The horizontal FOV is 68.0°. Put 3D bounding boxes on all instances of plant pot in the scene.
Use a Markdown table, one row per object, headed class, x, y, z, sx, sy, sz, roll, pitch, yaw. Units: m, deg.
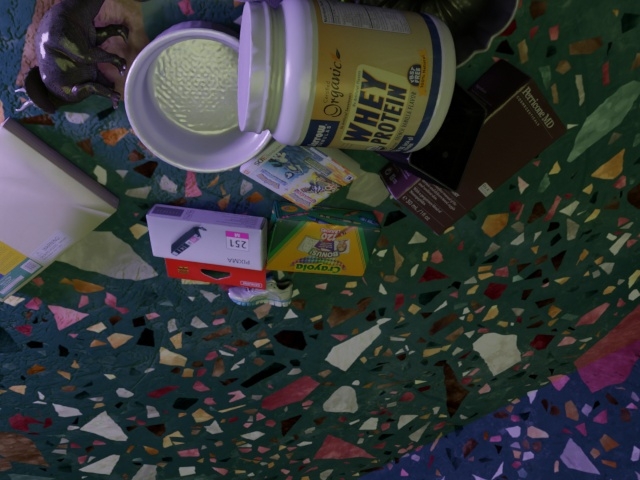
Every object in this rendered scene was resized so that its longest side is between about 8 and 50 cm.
| class | x | y | z | sx | sy | sz | roll | pitch | yaw |
| --- | --- | --- | --- | --- | --- | --- | --- | --- | --- |
| plant pot | 0.204 | -0.228 | 0.994 | 0.188 | 0.167 | 0.187 | 19 | 92 | -44 |

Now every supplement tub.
| class | x | y | z | sx | sy | sz | roll | pitch | yaw |
| --- | --- | --- | --- | --- | --- | --- | --- | --- | --- |
| supplement tub | 0.030 | -0.266 | 0.779 | 0.317 | 0.228 | 0.228 | 0 | 128 | -15 |

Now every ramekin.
| class | x | y | z | sx | sy | sz | roll | pitch | yaw |
| --- | --- | --- | --- | --- | --- | --- | --- | --- | --- |
| ramekin | -0.225 | -0.283 | 0.924 | 0.278 | 0.135 | 0.277 | -7 | 129 | -8 |

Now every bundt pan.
| class | x | y | z | sx | sy | sz | roll | pitch | yaw |
| --- | --- | --- | --- | --- | --- | --- | --- | --- | --- |
| bundt pan | 0.207 | -0.488 | 0.874 | 0.331 | 0.124 | 0.330 | -6 | 129 | -8 |

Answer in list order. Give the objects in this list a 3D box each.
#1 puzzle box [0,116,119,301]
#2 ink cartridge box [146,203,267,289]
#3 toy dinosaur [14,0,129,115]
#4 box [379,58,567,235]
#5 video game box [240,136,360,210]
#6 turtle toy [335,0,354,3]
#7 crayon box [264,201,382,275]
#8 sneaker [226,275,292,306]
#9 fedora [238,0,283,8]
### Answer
| class | x | y | z | sx | sy | sz | roll | pitch | yaw |
| --- | --- | --- | --- | --- | --- | --- | --- | --- | --- |
| puzzle box | -0.698 | -0.047 | 1.050 | 0.409 | 0.052 | 0.272 | -34 | 128 | 14 |
| ink cartridge box | -0.271 | 0.036 | 1.169 | 0.275 | 0.060 | 0.238 | 7 | 127 | 3 |
| toy dinosaur | -0.437 | -0.330 | 0.846 | 0.160 | 0.121 | 0.313 | 7 | 131 | -35 |
| box | 0.352 | -0.208 | 1.127 | 0.191 | 0.143 | 0.381 | 34 | 112 | -33 |
| video game box | -0.048 | -0.165 | 1.078 | 0.205 | 0.048 | 0.187 | 29 | 142 | -31 |
| turtle toy | 0.037 | -0.424 | 0.914 | 0.066 | 0.095 | 0.130 | -14 | 133 | 26 |
| crayon box | 0.000 | 0.000 | 1.240 | 0.279 | 0.081 | 0.165 | 5 | 127 | -18 |
| sneaker | -0.165 | 0.134 | 1.325 | 0.191 | 0.071 | 0.082 | 3 | 121 | -26 |
| fedora | -0.060 | -0.497 | 0.769 | 0.244 | 0.275 | 0.124 | 8 | 176 | 26 |
